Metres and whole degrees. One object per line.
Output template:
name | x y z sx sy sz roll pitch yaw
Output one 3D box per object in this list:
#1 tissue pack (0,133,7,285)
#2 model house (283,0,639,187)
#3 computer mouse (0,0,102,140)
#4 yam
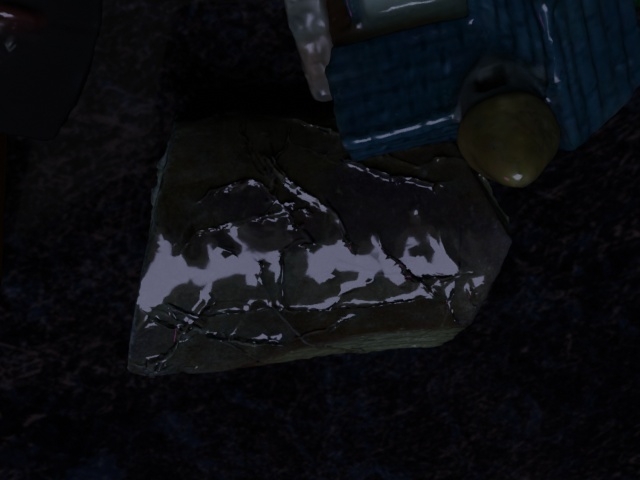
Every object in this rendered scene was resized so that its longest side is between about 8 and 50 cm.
tissue pack | -0.322 0.023 1.198 0.145 0.274 0.194 5 121 -3
model house | 0.105 -0.156 1.072 0.267 0.325 0.194 -12 124 5
computer mouse | -0.292 -0.174 1.153 0.269 0.100 0.170 10 100 -10
yam | 0.001 -0.005 1.235 0.271 0.202 0.201 7 116 -6
